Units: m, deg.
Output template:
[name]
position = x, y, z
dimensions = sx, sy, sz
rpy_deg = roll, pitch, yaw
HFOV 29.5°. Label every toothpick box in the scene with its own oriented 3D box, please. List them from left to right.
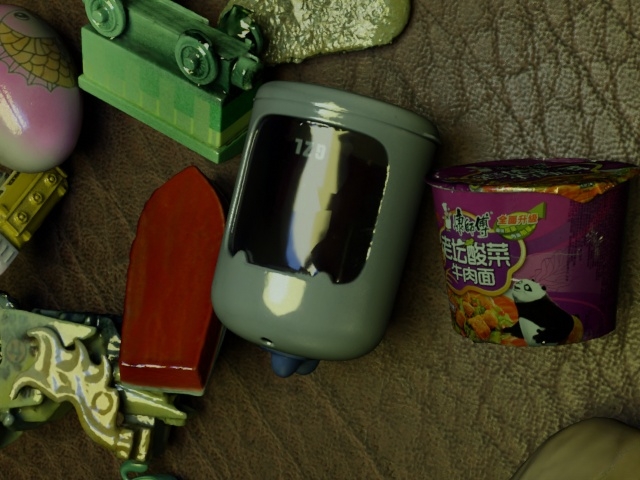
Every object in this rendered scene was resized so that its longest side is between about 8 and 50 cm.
[toothpick box]
position = 0.000, 0.000, 1.524
dimensions = 0.263, 0.263, 0.355
rpy_deg = 14, 89, 23

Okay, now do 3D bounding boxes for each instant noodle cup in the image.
[instant noodle cup]
position = 0.250, 0.011, 1.430
dimensions = 0.251, 0.251, 0.190
rpy_deg = 1, 101, 24

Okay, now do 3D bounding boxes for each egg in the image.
[egg]
position = -0.437, -0.215, 1.743
dimensions = 0.196, 0.196, 0.271
rpy_deg = -34, 75, 21

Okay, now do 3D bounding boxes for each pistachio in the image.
[pistachio]
position = 0.294, 0.324, 1.430
dimensions = 0.166, 0.197, 0.288
rpy_deg = 49, 120, 19

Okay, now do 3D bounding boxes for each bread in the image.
[bread]
position = -0.023, -0.340, 1.634
dimensions = 0.286, 0.056, 0.207
rpy_deg = -11, 89, 23

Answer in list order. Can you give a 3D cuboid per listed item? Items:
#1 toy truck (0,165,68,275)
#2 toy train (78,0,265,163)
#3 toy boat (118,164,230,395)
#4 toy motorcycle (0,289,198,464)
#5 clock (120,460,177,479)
[toy truck]
position = -0.461, -0.027, 1.758
dimensions = 0.114, 0.227, 0.098
rpy_deg = -18, 122, 40
[toy train]
position = -0.204, -0.246, 1.644
dimensions = 0.301, 0.120, 0.202
rpy_deg = 29, 138, 21
[toy boat]
position = -0.182, 0.053, 1.631
dimensions = 0.145, 0.133, 0.332
rpy_deg = 4, 62, 6
[toy motorcycle]
position = -0.359, 0.196, 1.732
dimensions = 0.410, 0.169, 0.237
rpy_deg = 4, 90, 16
[clock]
position = -0.243, 0.409, 1.737
dimensions = 0.188, 0.060, 0.148
rpy_deg = 45, 109, 8
